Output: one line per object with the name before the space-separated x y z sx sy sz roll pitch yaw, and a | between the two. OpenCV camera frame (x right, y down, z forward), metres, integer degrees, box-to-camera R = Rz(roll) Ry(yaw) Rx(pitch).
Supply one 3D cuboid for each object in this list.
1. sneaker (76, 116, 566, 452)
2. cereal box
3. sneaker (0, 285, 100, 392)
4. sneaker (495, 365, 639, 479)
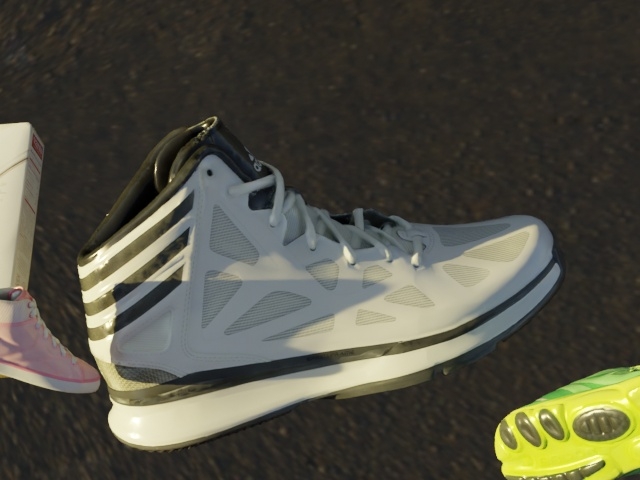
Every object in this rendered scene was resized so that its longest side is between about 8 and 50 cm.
sneaker | 0.000 0.000 1.404 0.447 0.169 0.258 -19 110 -13
cereal box | -0.349 0.009 1.438 0.173 0.047 0.240 -4 63 9
sneaker | -0.233 0.079 1.299 0.134 0.051 0.070 20 93 -28
sneaker | 0.278 0.132 1.237 0.123 0.295 0.109 -29 104 -53
